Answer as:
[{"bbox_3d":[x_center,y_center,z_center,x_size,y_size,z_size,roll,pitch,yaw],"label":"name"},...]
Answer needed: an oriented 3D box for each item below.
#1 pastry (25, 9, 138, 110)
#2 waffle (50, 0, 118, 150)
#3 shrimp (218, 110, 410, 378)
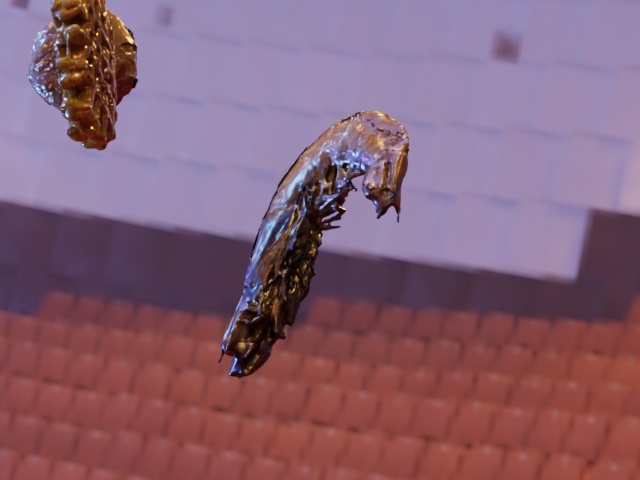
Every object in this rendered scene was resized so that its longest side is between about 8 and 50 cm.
[{"bbox_3d":[-0.306,-0.232,2.532,0.153,0.153,0.081,6,-12,29],"label":"pastry"},{"bbox_3d":[-0.225,-0.178,1.874,0.038,0.191,0.191,-7,-13,6],"label":"waffle"},{"bbox_3d":[0.000,0.000,1.831,0.054,0.290,0.222,34,-21,-24],"label":"shrimp"}]
